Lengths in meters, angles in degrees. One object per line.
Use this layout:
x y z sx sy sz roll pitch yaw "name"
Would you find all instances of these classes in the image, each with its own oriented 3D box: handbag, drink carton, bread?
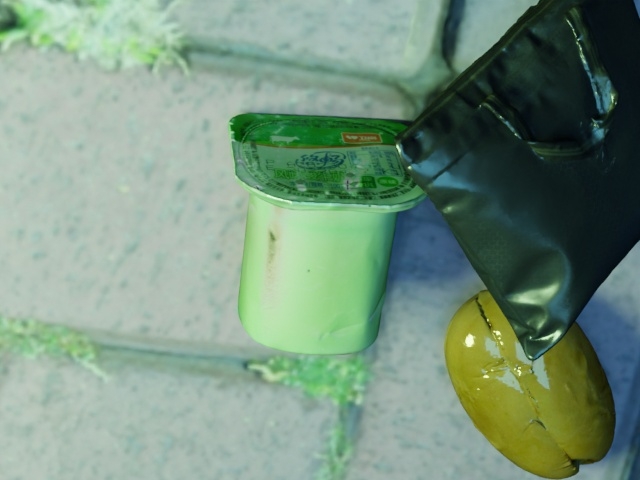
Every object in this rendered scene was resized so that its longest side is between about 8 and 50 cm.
0.180 -0.073 1.301 0.254 0.089 0.211 -45 115 -23 "handbag"
0.000 0.000 1.318 0.146 0.144 0.142 4 118 -9 "drink carton"
0.172 0.120 1.424 0.114 0.077 0.189 -33 110 2 "bread"
